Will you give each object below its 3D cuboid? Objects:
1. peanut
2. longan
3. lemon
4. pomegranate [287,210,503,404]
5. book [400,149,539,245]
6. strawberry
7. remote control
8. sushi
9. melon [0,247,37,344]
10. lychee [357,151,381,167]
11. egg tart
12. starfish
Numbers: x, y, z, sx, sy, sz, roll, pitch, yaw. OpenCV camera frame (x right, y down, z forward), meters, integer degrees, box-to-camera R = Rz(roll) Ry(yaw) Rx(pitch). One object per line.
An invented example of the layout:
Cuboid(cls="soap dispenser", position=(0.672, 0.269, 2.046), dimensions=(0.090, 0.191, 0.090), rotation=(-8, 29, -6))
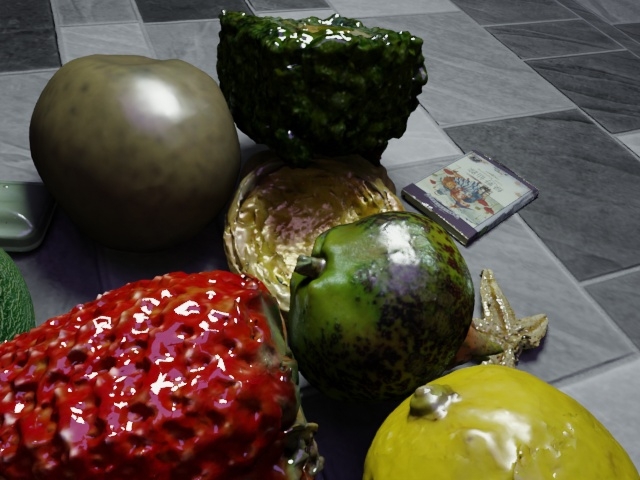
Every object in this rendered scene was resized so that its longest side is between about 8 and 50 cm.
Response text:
Cuboid(cls="peanut", position=(-0.003, -0.094, 0.940), dimensions=(0.263, 0.101, 0.117), rotation=(1, 77, -5))
Cuboid(cls="longan", position=(-0.271, -0.138, 0.831), dimensions=(0.350, 0.289, 0.288), rotation=(31, 49, 30))
Cuboid(cls="lemon", position=(0.168, 0.259, 0.509), dimensions=(0.260, 0.260, 0.284), rotation=(-15, 75, -22))
Cuboid(cls="pomegranate", position=(0.089, 0.079, 0.670), dimensions=(0.276, 0.222, 0.204), rotation=(1, 54, -51))
Cuboid(cls="book", position=(0.280, -0.091, 1.042), dimensions=(0.231, 0.026, 0.157), rotation=(-29, 57, -32))
Cuboid(cls="strawberry", position=(-0.176, 0.187, 0.511), dimensions=(0.351, 0.267, 0.312), rotation=(-6, 79, -17))
Cuboid(cls="remote control", position=(-0.578, -0.049, 0.828), dimensions=(0.335, 0.066, 0.128), rotation=(2, 44, -8))
Cuboid(cls="sushi", position=(0.003, -0.255, 0.880), dimensions=(0.293, 0.178, 0.352), rotation=(-9, 30, -23))
Cuboid(cls="melon", position=(-0.413, 0.110, 0.619), dimensions=(0.182, 0.182, 0.288), rotation=(-11, 47, -20))
Cuboid(cls="lychee", position=(0.058, -0.170, 1.023), dimensions=(0.114, 0.114, 0.146), rotation=(-17, 38, -24))
Cuboid(cls="egg tart", position=(0.000, 0.000, 0.830), dimensions=(0.290, 0.107, 0.291), rotation=(0, 70, 1))
Cuboid(cls="starfish", position=(0.230, 0.132, 0.800), dimensions=(0.138, 0.050, 0.247), rotation=(36, 48, 26))
